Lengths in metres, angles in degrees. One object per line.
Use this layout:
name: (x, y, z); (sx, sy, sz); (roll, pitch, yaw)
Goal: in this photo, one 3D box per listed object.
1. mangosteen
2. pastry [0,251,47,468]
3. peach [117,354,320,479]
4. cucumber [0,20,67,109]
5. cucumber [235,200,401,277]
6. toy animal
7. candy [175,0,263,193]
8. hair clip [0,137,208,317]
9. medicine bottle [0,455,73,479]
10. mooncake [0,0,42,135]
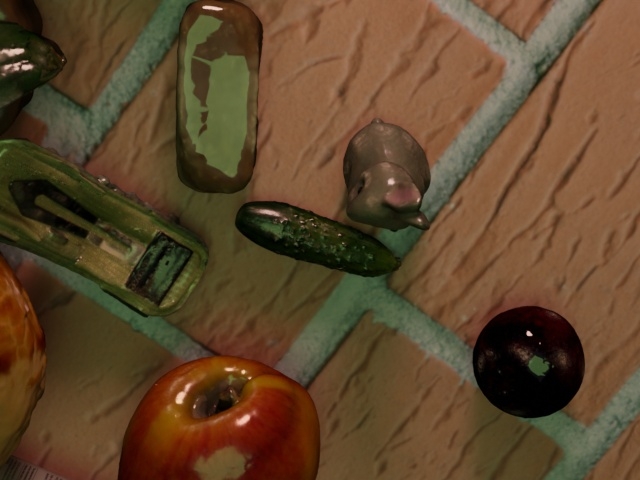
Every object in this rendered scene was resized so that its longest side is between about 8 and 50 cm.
mangosteen: (0.276, 0.155, 1.402); (0.152, 0.152, 0.153); (-1, 104, -2)
pastry: (-0.497, 0.115, 1.228); (0.388, 0.388, 0.313); (35, 100, -10)
peach: (-0.123, 0.281, 1.363); (0.281, 0.238, 0.281); (-24, 134, -27)
cucumber: (-0.436, -0.154, 1.132); (0.325, 0.145, 0.105); (-21, 115, 1)
cucumber: (0.000, 0.000, 1.383); (0.227, 0.069, 0.069); (18, 103, -10)
toy animal: (0.074, -0.066, 1.285); (0.108, 0.236, 0.138); (-14, 102, 11)
candy: (-0.124, -0.176, 1.310); (0.102, 0.104, 0.234); (4, 104, -3)
hair clip: (-0.293, -0.020, 1.326); (0.321, 0.091, 0.138); (33, 86, -35)
medicine bottle: (-0.363, 0.388, 1.415); (0.288, 0.157, 0.157); (25, 102, -8)
mooncake: (-0.472, -0.230, 1.255); (0.290, 0.161, 0.290); (-1, 106, -2)
